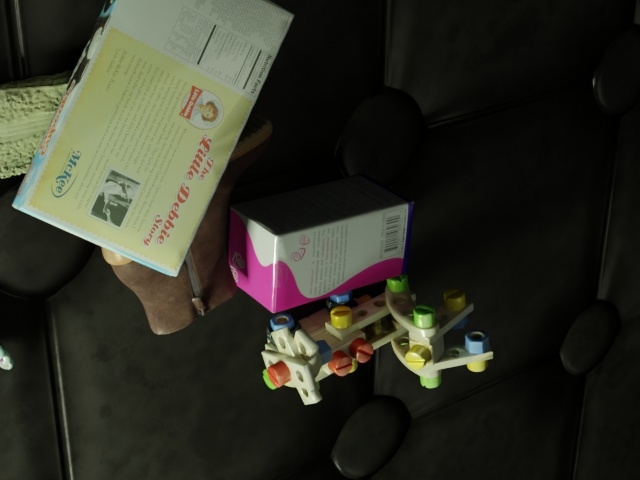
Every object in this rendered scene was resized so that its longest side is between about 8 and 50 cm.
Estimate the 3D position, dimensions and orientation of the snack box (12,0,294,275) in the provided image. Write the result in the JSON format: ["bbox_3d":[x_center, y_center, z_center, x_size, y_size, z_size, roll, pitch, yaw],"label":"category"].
[{"bbox_3d":[-0.177,-0.143,1.255,0.187,0.060,0.321,26,85,-25],"label":"snack box"}]

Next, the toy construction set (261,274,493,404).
[{"bbox_3d":[0.049,0.144,1.552,0.328,0.215,0.151,-11,118,-35],"label":"toy construction set"}]

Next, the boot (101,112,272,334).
[{"bbox_3d":[-0.140,-0.021,1.403,0.248,0.090,0.206,-33,129,-12],"label":"boot"}]

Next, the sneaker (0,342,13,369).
[{"bbox_3d":[-0.397,0.128,1.304,0.069,0.038,0.098,-44,123,-11],"label":"sneaker"}]

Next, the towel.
[{"bbox_3d":[-0.310,-0.123,1.249,0.148,0.027,0.110,-16,122,-33],"label":"towel"}]

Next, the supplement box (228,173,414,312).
[{"bbox_3d":[0.000,0.000,1.510,0.220,0.114,0.111,-15,122,-35],"label":"supplement box"}]
